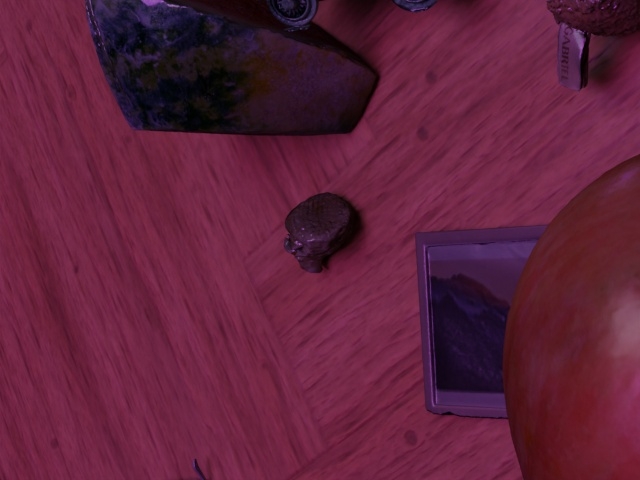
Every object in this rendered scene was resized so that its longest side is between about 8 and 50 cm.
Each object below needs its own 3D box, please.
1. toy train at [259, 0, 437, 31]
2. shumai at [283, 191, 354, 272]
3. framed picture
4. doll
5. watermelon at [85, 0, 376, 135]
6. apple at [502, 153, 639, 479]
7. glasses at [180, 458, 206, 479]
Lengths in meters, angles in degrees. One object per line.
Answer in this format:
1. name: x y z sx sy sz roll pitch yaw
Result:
1. toy train: 0.029 -0.306 1.367 0.253 0.105 0.157 -3 122 29
2. shumai: 0.000 0.000 1.505 0.083 0.082 0.080 -103 2 -50
3. framed picture: 0.203 0.080 1.337 0.265 0.018 0.192 -5 89 43
4. doll: 0.249 -0.243 1.218 0.115 0.105 0.221 15 95 17
5. watermelon: -0.101 -0.213 1.503 0.232 0.310 0.193 -153 66 -80
6. apple: 0.320 0.111 0.991 0.391 0.391 0.346 47 141 32
7. glasses: -0.149 0.322 1.671 0.104 0.062 0.140 -48 58 8
